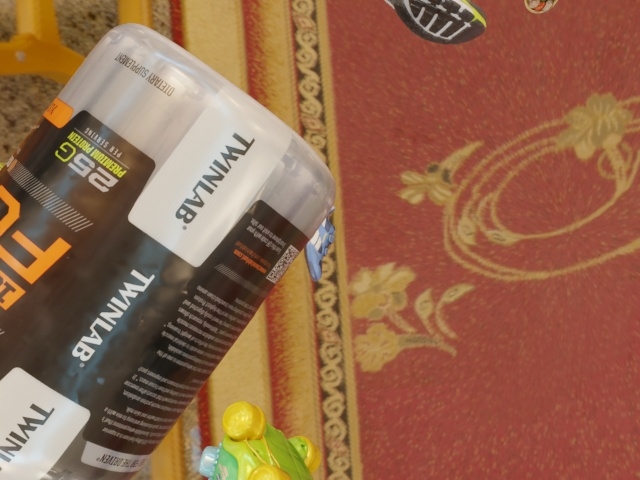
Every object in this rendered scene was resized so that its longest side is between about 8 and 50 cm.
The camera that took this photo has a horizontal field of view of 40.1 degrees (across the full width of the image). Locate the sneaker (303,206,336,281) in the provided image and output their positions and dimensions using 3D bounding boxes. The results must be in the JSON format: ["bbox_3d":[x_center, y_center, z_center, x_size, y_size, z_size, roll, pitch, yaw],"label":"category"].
[{"bbox_3d":[0.000,0.000,1.542,0.059,0.053,0.144,0,85,-7],"label":"sneaker"}]

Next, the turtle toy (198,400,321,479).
[{"bbox_3d":[-0.033,0.167,0.547,0.066,0.095,0.130,-37,46,9],"label":"turtle toy"}]

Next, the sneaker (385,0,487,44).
[{"bbox_3d":[0.148,-0.422,1.374,0.300,0.111,0.121,32,62,-20],"label":"sneaker"}]

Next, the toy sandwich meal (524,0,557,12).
[{"bbox_3d":[0.415,-0.471,1.651,0.085,0.029,0.086,-13,71,40],"label":"toy sandwich meal"}]

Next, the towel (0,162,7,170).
[{"bbox_3d":[-0.471,-0.109,1.407,0.060,0.083,0.009,39,113,21],"label":"towel"}]

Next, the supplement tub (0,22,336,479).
[{"bbox_3d":[-0.160,0.035,0.631,0.207,0.207,0.338,35,87,13],"label":"supplement tub"}]
